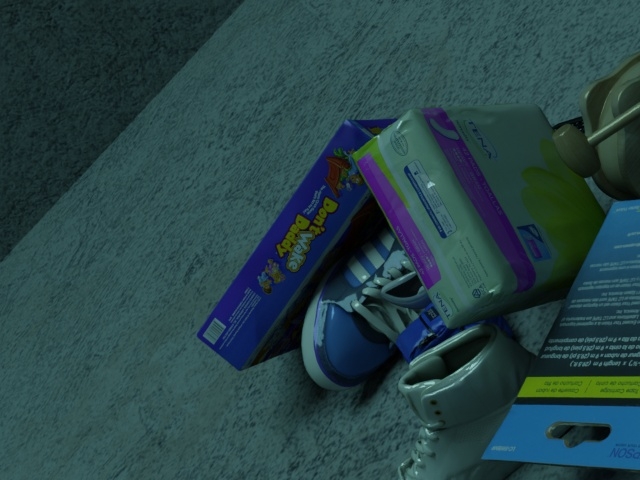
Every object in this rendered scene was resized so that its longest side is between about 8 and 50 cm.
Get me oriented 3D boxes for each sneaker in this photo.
[{"bbox_3d":[0.121,0.209,1.782,0.292,0.169,0.108,-44,26,13],"label":"sneaker"},{"bbox_3d":[0.125,0.041,2.067,0.236,0.130,0.323,-16,34,57],"label":"sneaker"}]

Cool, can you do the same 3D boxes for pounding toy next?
[{"bbox_3d":[0.394,-0.124,1.862,0.269,0.154,0.155,-36,20,-18],"label":"pounding toy"}]

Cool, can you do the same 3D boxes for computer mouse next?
[{"bbox_3d":[0.161,0.043,1.962,0.193,0.106,0.042,-27,75,24],"label":"computer mouse"}]

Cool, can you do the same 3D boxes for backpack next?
[{"bbox_3d":[0.159,0.119,1.936,0.120,0.101,0.098,-43,31,4],"label":"backpack"}]

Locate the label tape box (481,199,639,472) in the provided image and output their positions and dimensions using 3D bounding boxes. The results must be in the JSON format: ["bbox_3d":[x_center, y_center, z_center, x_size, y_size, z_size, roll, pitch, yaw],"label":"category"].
[{"bbox_3d":[0.337,0.110,1.634,0.240,0.106,0.333,-6,48,56],"label":"label tape box"}]

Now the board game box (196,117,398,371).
[{"bbox_3d":[0.000,0.000,2.186,0.347,0.078,0.233,-55,-12,15],"label":"board game box"}]

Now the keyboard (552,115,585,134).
[{"bbox_3d":[0.338,-0.137,2.088,0.192,0.038,0.100,-16,40,52],"label":"keyboard"}]

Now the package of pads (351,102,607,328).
[{"bbox_3d":[0.187,-0.038,1.803,0.101,0.229,0.296,-38,-18,33],"label":"package of pads"}]
